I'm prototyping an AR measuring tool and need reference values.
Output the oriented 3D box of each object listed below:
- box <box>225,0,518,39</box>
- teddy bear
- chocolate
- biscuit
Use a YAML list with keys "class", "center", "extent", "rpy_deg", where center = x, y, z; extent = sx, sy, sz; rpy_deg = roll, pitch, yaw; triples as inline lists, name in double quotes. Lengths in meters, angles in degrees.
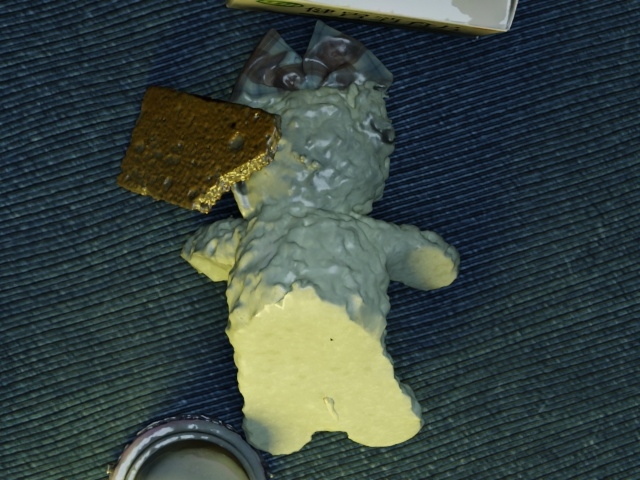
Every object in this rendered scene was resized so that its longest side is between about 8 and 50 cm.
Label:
- class: "box"
  center: [0.053, -0.327, 1.742]
  extent: [0.333, 0.173, 0.145]
  rpy_deg: [7, 92, -10]
- class: "teddy bear"
  center: [0.000, 0.000, 1.785]
  extent: [0.327, 0.362, 0.375]
  rpy_deg: [-5, 139, 9]
- class: "chocolate"
  center: [-0.144, 0.316, 1.763]
  extent: [0.221, 0.147, 0.221]
  rpy_deg: [-1, 95, -13]
- class: "biscuit"
  center: [-0.138, -0.099, 1.714]
  extent: [0.026, 0.237, 0.131]
  rpy_deg: [16, 91, -47]
